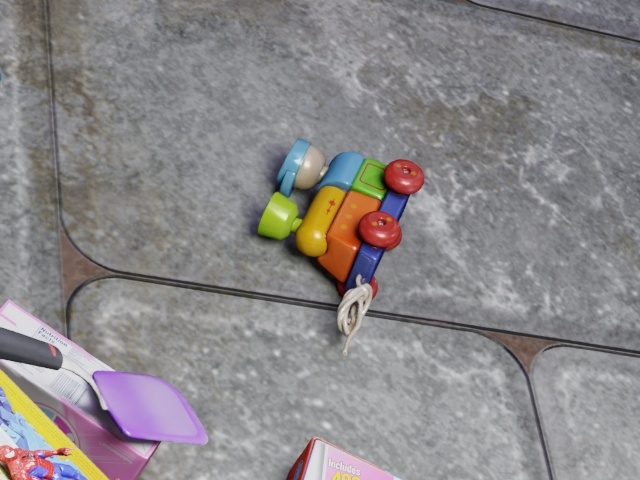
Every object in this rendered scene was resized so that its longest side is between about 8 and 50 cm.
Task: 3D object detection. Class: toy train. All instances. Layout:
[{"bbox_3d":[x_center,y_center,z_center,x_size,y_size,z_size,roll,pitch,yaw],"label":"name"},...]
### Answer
[{"bbox_3d":[0.000,0.000,1.970,0.143,0.105,0.248,23,44,4],"label":"toy train"}]

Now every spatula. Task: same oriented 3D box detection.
[{"bbox_3d":[-0.202,0.106,1.583,0.296,0.030,0.084,31,19,-49],"label":"spatula"}]

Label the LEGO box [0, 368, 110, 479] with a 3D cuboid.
[{"bbox_3d":[-0.403,0.152,1.400,0.500,0.193,0.372,45,20,2],"label":"LEGO box"}]

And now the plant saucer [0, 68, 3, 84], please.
[{"bbox_3d":[-0.450,-0.188,1.823,0.317,0.044,0.317,23,15,-6],"label":"plant saucer"}]

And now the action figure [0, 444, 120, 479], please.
[{"bbox_3d":[-0.192,0.172,1.449,0.115,0.030,0.038,25,31,-39],"label":"action figure"}]

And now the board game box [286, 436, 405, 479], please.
[{"bbox_3d":[0.054,0.351,1.712,0.242,0.064,0.316,27,44,-7],"label":"board game box"}]

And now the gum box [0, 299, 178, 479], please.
[{"bbox_3d":[-0.230,0.144,1.697,0.188,0.107,0.062,34,43,1],"label":"gum box"}]
